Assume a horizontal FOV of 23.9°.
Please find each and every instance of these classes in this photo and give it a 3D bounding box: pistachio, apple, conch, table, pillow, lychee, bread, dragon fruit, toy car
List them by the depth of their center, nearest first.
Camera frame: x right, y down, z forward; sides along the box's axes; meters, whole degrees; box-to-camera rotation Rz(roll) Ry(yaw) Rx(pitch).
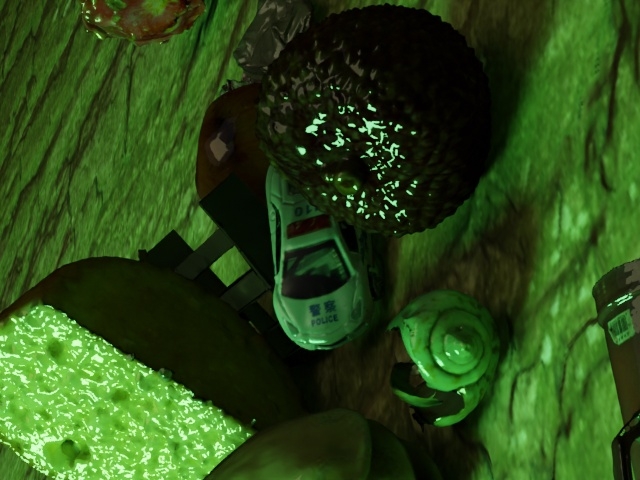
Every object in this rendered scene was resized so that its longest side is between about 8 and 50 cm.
[{"bbox_3d":[0.082,0.092,1.134,0.170,0.079,0.105,152,135,-79],"label":"conch"},{"bbox_3d":[-0.023,0.227,1.173,0.293,0.162,0.181,-43,28,50],"label":"pistachio"},{"bbox_3d":[0.049,-0.096,1.176,0.194,0.194,0.194,-42,41,52],"label":"lychee"},{"bbox_3d":[0.000,0.000,1.321,0.095,0.056,0.205,-15,53,16],"label":"toy car"},{"bbox_3d":[-0.151,0.133,1.369,0.194,0.340,0.179,-50,10,33],"label":"bread"},{"bbox_3d":[-0.070,0.043,1.427,0.062,0.175,0.146,-44,4,-36],"label":"table"},{"bbox_3d":[-0.062,-0.083,1.463,0.146,0.146,0.146,-42,41,52],"label":"apple"},{"bbox_3d":[-0.072,-0.151,1.620,0.135,0.049,0.248,45,121,58],"label":"pillow"},{"bbox_3d":[-0.233,-0.370,1.882,0.205,0.210,0.268,-46,62,36],"label":"dragon fruit"}]

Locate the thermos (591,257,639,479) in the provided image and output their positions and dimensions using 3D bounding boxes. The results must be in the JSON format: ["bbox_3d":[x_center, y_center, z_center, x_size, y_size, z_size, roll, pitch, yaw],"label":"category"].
[{"bbox_3d":[0.205,0.124,0.786,0.099,0.124,0.232,136,133,-55],"label":"thermos"}]
